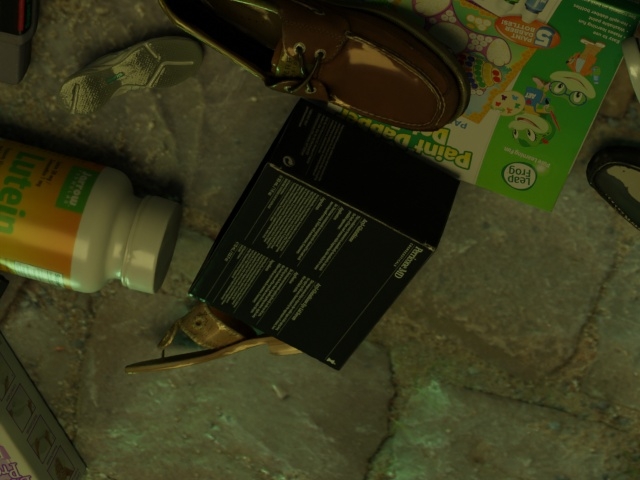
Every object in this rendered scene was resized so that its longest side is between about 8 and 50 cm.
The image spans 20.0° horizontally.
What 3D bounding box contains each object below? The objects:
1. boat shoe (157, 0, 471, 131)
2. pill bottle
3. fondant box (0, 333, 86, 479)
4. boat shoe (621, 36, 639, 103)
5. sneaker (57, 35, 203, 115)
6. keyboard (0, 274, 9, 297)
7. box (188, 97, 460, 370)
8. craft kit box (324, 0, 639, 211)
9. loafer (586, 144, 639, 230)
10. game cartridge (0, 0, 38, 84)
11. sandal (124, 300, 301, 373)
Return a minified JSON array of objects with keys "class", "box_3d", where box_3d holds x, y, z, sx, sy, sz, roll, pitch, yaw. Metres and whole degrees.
[{"class":"boat shoe","box_3d":[-0.013,-0.174,1.686,0.307,0.104,0.110,27,128,18]},{"class":"pill bottle","box_3d":[-0.278,-0.023,1.912,0.246,0.136,0.136,15,129,4]},{"class":"fondant box","box_3d":[-0.466,0.206,2.169,0.238,0.096,0.330,-13,123,24]},{"class":"boat shoe","box_3d":[0.338,-0.146,1.663,0.083,0.065,0.183,-20,152,21]},{"class":"sneaker","box_3d":[-0.192,-0.175,1.829,0.152,0.061,0.053,-17,114,4]},{"class":"keyboard","box_3d":[-0.410,0.071,1.953,0.108,0.023,0.180,23,140,-13]},{"class":"box","box_3d":[0.000,0.000,1.843,0.184,0.103,0.261,30,142,-5]},{"class":"craft kit box","box_3d":[0.150,-0.171,1.733,0.250,0.061,0.246,20,132,1]},{"class":"loafer","box_3d":[0.359,-0.019,1.774,0.223,0.078,0.076,30,128,-8]},{"class":"game cartridge","box_3d":[-0.382,-0.326,1.760,0.230,0.068,0.355,16,129,8]},{"class":"sandal","box_3d":[-0.105,0.092,2.009,0.240,0.088,0.079,-8,93,13]}]
